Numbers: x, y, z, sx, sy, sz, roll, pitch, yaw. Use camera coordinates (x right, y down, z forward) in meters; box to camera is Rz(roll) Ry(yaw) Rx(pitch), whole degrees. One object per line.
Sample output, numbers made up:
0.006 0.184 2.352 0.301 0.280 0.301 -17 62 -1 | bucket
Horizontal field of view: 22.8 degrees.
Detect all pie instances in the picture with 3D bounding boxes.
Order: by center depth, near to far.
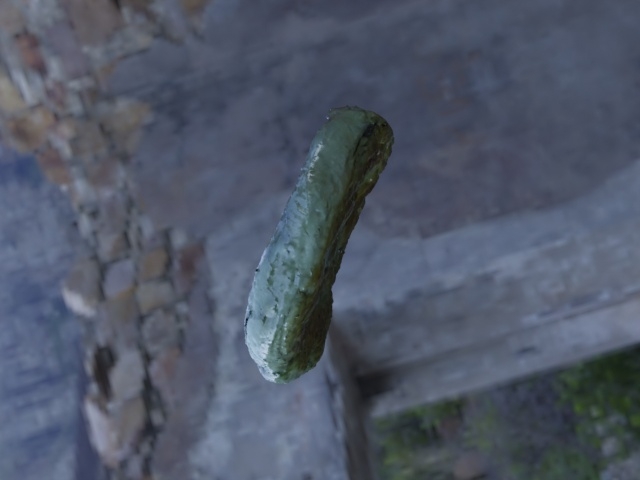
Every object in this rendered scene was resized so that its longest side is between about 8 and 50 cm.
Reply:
0.000 0.000 1.254 0.240 0.054 0.240 20 -90 -82 | pie
